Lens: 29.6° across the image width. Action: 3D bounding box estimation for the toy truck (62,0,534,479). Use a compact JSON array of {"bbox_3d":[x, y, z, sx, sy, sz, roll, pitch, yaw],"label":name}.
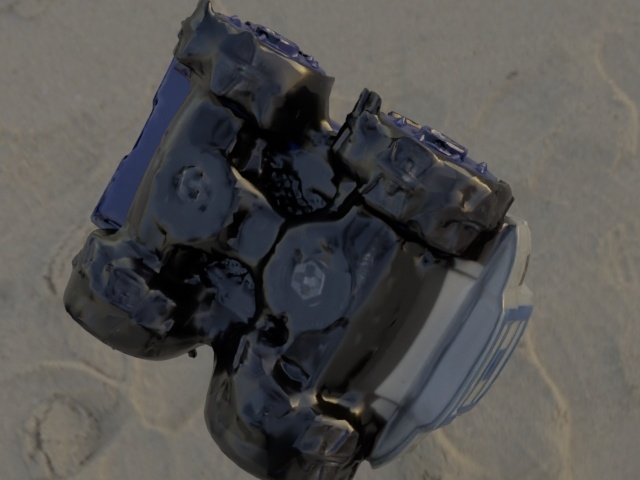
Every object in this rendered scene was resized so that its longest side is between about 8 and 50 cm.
[{"bbox_3d":[0.000,0.000,0.569,0.213,0.177,0.161,35,104,23],"label":"toy truck"}]
